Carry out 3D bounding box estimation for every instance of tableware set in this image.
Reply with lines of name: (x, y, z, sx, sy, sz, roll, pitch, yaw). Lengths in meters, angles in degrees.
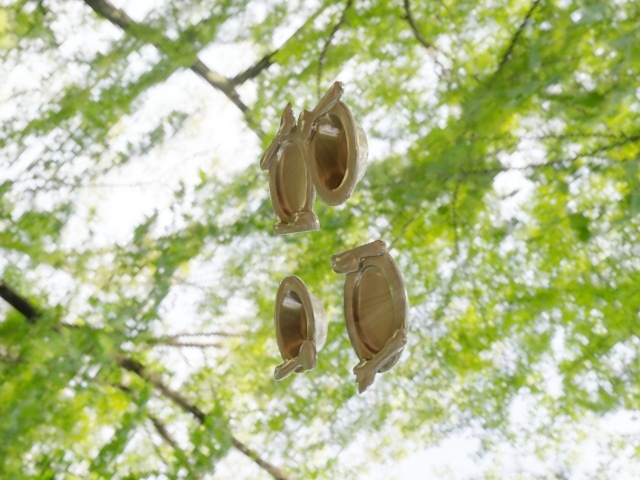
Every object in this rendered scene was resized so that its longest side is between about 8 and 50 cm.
tableware set: (0.000, 0.000, 0.563, 0.141, 0.020, 0.168, 149, -65, -62)
